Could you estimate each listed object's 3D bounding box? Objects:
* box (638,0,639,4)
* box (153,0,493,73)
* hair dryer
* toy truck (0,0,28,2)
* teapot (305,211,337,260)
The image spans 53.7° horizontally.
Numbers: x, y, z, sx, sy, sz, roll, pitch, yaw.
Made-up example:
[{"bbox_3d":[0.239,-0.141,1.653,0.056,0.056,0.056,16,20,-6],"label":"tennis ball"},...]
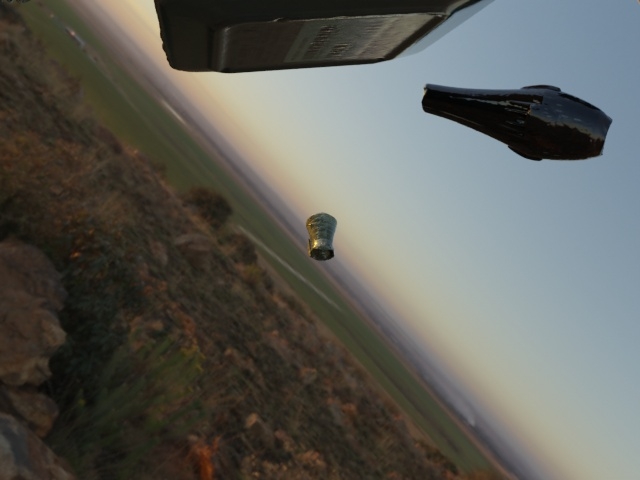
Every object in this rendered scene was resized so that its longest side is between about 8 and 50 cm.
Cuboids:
[{"bbox_3d":[0.640,-0.556,1.156,0.301,0.083,0.193,52,26,-60],"label":"box"},{"bbox_3d":[-0.007,-0.297,0.798,0.396,0.396,0.111,-163,-114,-80],"label":"box"},{"bbox_3d":[0.362,-0.215,1.137,0.303,0.120,0.359,16,14,24],"label":"hair dryer"},{"bbox_3d":[-0.444,-0.428,0.850,0.124,0.157,0.272,54,36,-53],"label":"toy truck"},{"bbox_3d":[0.000,0.000,1.120,0.057,0.067,0.083,27,40,-30],"label":"teapot"}]
